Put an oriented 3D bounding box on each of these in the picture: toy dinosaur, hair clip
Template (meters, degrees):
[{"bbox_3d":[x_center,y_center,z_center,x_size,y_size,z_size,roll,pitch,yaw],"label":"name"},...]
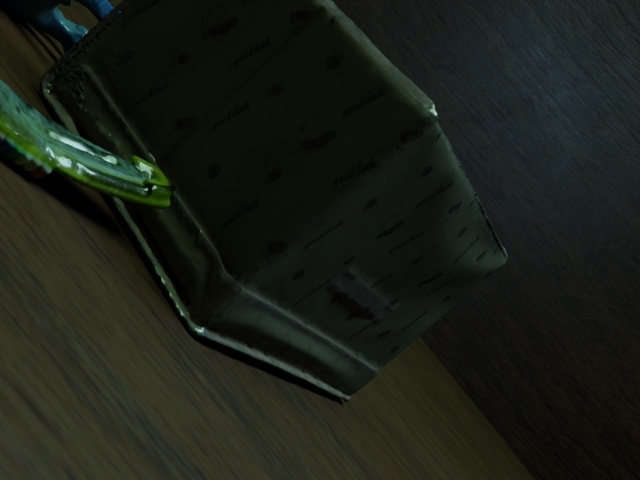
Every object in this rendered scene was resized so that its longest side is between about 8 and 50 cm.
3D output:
[{"bbox_3d":[-0.219,-0.209,0.686,0.144,0.076,0.329,43,16,-15],"label":"toy dinosaur"},{"bbox_3d":[-0.143,-0.060,0.425,0.188,0.033,0.060,38,11,-49],"label":"hair clip"}]

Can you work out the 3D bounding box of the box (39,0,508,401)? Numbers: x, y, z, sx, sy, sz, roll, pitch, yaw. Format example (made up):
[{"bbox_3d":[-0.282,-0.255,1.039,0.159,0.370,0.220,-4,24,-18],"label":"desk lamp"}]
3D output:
[{"bbox_3d":[-0.014,-0.041,0.639,0.225,0.190,0.297,51,3,26],"label":"box"}]
